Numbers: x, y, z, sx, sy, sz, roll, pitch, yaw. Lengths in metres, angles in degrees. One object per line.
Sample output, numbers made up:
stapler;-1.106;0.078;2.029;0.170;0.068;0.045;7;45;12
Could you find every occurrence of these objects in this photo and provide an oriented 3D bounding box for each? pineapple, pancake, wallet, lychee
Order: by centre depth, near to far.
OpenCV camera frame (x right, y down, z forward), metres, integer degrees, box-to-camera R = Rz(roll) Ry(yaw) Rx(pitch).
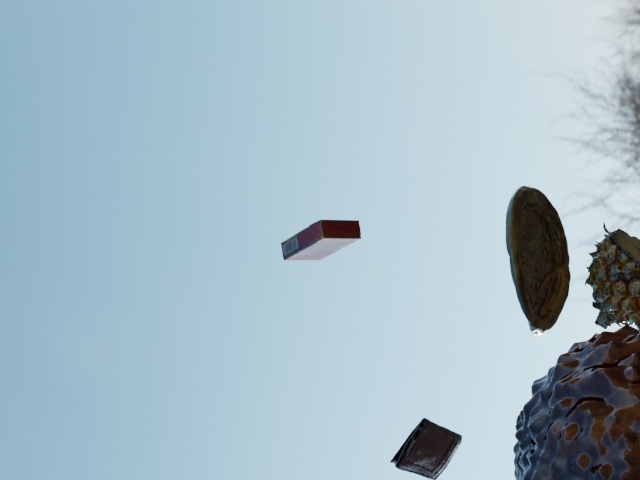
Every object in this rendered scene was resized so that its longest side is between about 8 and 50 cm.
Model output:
lychee;0.422;0.307;1.195;0.424;0.499;0.425;-12;-90;-88
pineapple;0.464;0.081;1.468;0.161;0.137;0.176;18;-153;-37
pancake;0.351;0.029;1.558;0.250;0.031;0.250;14;-107;-55
wallet;0.212;0.409;1.874;0.030;0.111;0.166;39;-176;40

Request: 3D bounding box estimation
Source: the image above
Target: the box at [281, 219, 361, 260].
box;0.000;-0.001;2.217;0.112;0.175;0.048;1;-109;-36
